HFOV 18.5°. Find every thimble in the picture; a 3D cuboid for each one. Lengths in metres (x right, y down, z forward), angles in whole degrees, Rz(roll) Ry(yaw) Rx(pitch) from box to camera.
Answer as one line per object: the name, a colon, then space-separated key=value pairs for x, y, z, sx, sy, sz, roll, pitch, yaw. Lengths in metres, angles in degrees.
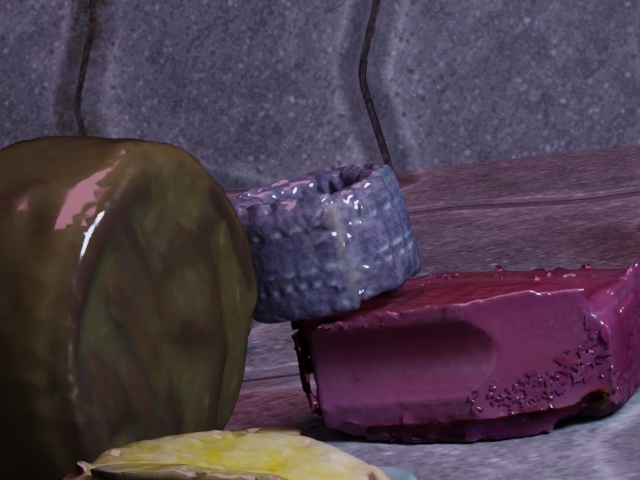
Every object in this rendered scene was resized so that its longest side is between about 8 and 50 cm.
thimble: x=-0.002 y=0.000 z=1.578 sx=0.150 sy=0.097 sz=0.150 roll=-14 pitch=11 yaw=3

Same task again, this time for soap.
soap: x=0.107 y=0.089 z=1.577 sx=0.289 sy=0.112 sz=0.182 roll=-5 pitch=7 yaw=28

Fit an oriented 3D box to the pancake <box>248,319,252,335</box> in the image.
pancake: x=-0.183 y=0.105 z=1.945 sx=0.242 sy=0.050 sz=0.242 roll=-8 pitch=17 yaw=3

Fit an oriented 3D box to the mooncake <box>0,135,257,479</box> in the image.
mooncake: x=-0.162 y=0.061 z=1.436 sx=0.155 sy=0.284 sz=0.284 roll=4 pitch=13 yaw=27

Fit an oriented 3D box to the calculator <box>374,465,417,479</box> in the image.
calculator: x=-0.038 y=0.188 z=1.269 sx=0.295 sy=0.042 sz=0.184 roll=-7 pitch=8 yaw=24

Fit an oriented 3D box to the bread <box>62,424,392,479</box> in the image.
bread: x=-0.052 y=0.178 z=0.913 sx=0.197 sy=0.170 sz=0.197 roll=4 pitch=3 yaw=0
